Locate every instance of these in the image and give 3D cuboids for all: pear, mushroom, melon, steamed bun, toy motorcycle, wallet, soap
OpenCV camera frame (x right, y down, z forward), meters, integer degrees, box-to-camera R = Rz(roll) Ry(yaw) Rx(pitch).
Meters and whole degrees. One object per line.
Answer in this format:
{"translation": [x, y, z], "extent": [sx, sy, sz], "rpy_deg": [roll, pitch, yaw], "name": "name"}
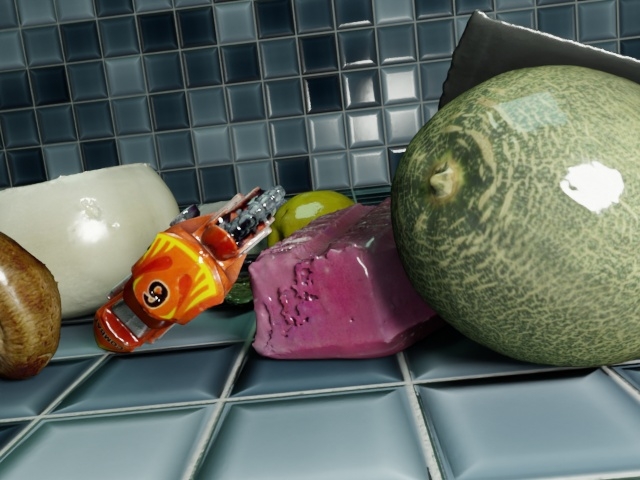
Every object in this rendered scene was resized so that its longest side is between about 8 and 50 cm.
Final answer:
{"translation": [0.000, 0.000, 0.899], "extent": [0.162, 0.148, 0.149], "rpy_deg": [-6, 7, -41], "name": "pear"}
{"translation": [-0.381, 0.062, 0.649], "extent": [0.232, 0.194, 0.138], "rpy_deg": [6, 11, 7], "name": "mushroom"}
{"translation": [0.214, -0.016, 0.522], "extent": [0.330, 0.248, 0.249], "rpy_deg": [8, 0, -33], "name": "melon"}
{"translation": [-0.366, 0.007, 0.913], "extent": [0.325, 0.206, 0.324], "rpy_deg": [-10, 8, 1], "name": "steamed bun"}
{"translation": [-0.147, 0.033, 0.648], "extent": [0.298, 0.089, 0.171], "rpy_deg": [-34, 16, 50], "name": "toy motorcycle"}
{"translation": [0.239, -0.099, 0.673], "extent": [0.247, 0.041, 0.323], "rpy_deg": [17, -27, 5], "name": "wallet"}
{"translation": [0.070, 0.026, 0.714], "extent": [0.220, 0.127, 0.325], "rpy_deg": [-6, 13, 23], "name": "soap"}

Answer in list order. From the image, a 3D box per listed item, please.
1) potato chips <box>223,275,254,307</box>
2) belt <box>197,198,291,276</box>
{"translation": [-0.172, 0.079, 0.905], "extent": [0.220, 0.029, 0.202], "rpy_deg": [-1, 7, 38], "name": "potato chips"}
{"translation": [-0.128, 0.001, 1.068], "extent": [0.231, 0.126, 0.140], "rpy_deg": [-4, -14, 18], "name": "belt"}
